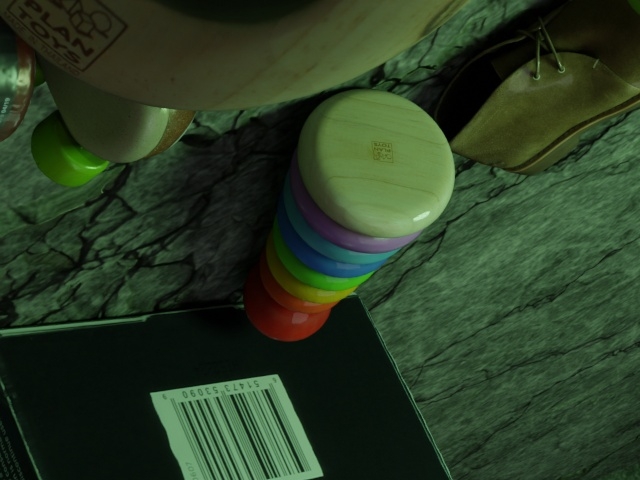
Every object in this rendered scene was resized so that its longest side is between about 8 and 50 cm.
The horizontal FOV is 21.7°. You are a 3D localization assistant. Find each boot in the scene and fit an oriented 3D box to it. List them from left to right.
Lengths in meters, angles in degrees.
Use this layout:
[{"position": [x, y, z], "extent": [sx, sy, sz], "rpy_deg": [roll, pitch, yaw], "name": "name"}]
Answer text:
[{"position": [0.218, -0.161, 1.462], "extent": [0.115, 0.112, 0.305], "rpy_deg": [7, 143, -36], "name": "boot"}]

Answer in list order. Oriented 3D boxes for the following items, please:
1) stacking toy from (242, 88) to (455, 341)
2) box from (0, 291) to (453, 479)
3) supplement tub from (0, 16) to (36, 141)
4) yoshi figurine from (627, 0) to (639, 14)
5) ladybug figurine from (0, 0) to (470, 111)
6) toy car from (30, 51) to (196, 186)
[{"position": [0.000, 0.000, 1.537], "extent": [0.141, 0.141, 0.330], "rpy_deg": [-15, 159, -27], "name": "stacking toy"}, {"position": [-0.195, 0.313, 1.753], "extent": [0.479, 0.297, 0.472], "rpy_deg": [-5, 150, -42], "name": "box"}, {"position": [-0.281, -0.110, 1.019], "extent": [0.198, 0.106, 0.106], "rpy_deg": [-2, 146, -44], "name": "supplement tub"}, {"position": [0.343, -0.260, 1.249], "extent": [0.362, 0.203, 0.203], "rpy_deg": [-19, 170, -26], "name": "yoshi figurine"}, {"position": [-0.023, -0.246, 0.856], "extent": [0.449, 0.305, 0.162], "rpy_deg": [-39, -163, 38], "name": "ladybug figurine"}, {"position": [-0.100, -0.135, 1.138], "extent": [0.155, 0.149, 0.188], "rpy_deg": [-31, 172, 39], "name": "toy car"}]
